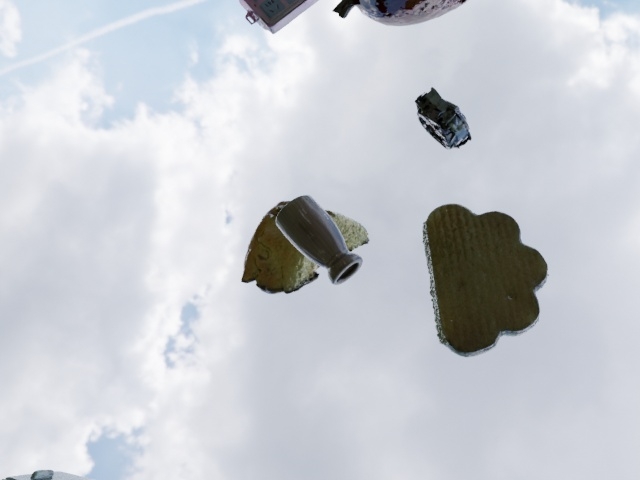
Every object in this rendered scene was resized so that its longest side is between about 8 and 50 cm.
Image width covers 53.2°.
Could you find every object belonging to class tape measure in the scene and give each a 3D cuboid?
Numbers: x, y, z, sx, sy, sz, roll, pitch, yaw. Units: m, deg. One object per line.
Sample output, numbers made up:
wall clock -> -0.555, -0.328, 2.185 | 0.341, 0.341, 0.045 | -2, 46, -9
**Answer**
tape measure -> 0.184, -0.182, 0.971 | 0.054, 0.094, 0.091 | -43, -126, 4

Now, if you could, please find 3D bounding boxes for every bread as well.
bread -> 0.286, 0.062, 1.102 | 0.208, 0.056, 0.286 | -2, -116, 5
bread -> -0.041, -0.011, 1.207 | 0.174, 0.252, 0.132 | 19, -50, 42

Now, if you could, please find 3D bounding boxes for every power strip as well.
power strip -> -0.034, -0.518, 1.253 | 0.279, 0.037, 0.109 | -39, -101, -7

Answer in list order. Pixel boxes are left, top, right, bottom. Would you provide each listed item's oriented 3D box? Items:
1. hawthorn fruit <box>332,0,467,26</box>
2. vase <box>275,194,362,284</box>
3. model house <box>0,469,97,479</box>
hawthorn fruit -> 0.136, -0.488, 0.981 | 0.316, 0.316, 0.315 | -13, -114, 31
vase -> 0.000, 0.000, 0.708 | 0.053, 0.053, 0.100 | -46, -111, 12
model house -> -0.280, 0.399, 0.752 | 0.224, 0.198, 0.215 | 4, -75, 25
